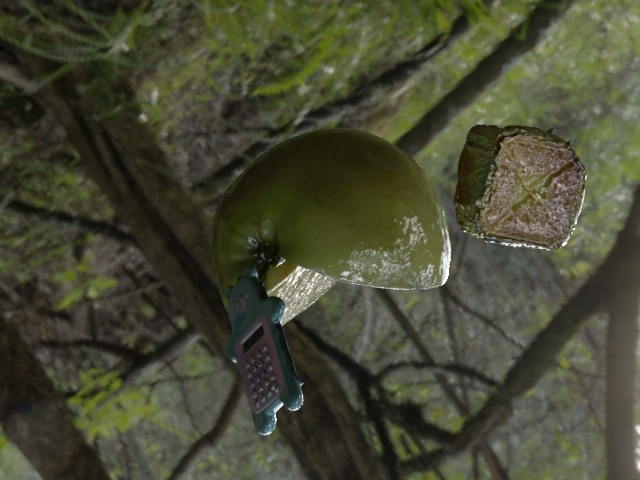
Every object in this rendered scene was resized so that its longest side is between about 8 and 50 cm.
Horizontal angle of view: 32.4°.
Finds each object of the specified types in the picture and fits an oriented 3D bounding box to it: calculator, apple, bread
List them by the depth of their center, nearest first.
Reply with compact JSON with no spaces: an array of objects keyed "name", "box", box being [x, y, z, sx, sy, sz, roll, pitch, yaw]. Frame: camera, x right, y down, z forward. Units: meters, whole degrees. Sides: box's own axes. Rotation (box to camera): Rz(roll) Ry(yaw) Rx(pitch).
[{"name":"calculator","box":[-0.052,0.090,0.937,0.019,0.141,0.094,3,145,-35]},{"name":"bread","box":[0.207,-0.057,1.139,0.140,0.127,0.069,5,-169,-27]},{"name":"apple","box":[0.000,-0.021,1.383,0.295,0.233,0.258,-19,172,37]}]
